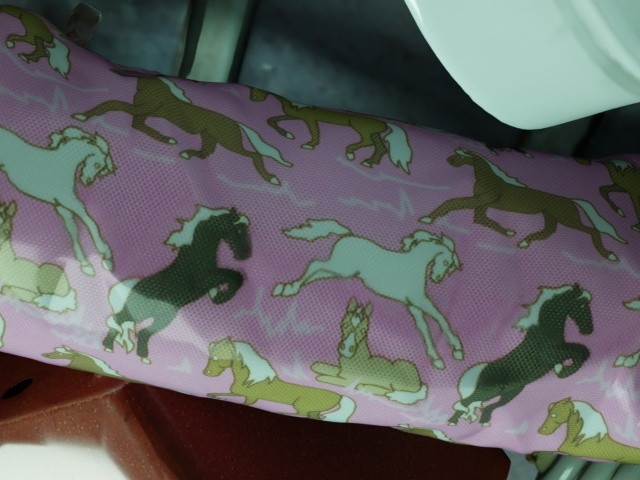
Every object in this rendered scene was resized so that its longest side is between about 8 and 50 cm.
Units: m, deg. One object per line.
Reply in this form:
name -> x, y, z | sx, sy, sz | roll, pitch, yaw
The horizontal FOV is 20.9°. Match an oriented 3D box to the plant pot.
plant pot -> -0.085, 0.139, 0.974 | 0.267, 0.267, 0.236 | -17, 115, 29

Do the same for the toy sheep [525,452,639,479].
toy sheep -> 0.176, 0.138, 1.009 | 0.132, 0.091, 0.091 | 36, 135, 5

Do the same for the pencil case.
pencil case -> 0.000, 0.000, 0.824 | 0.386, 0.167, 0.160 | 13, 180, -10

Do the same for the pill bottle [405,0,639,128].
pill bottle -> 0.218, -0.179, 0.577 | 0.392, 0.224, 0.224 | -17, 128, 29
